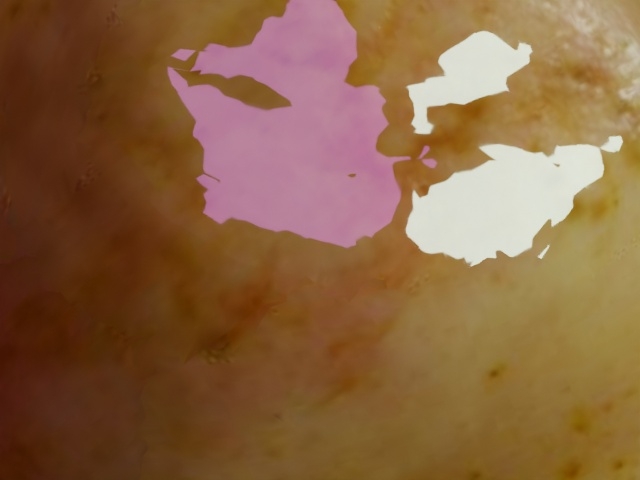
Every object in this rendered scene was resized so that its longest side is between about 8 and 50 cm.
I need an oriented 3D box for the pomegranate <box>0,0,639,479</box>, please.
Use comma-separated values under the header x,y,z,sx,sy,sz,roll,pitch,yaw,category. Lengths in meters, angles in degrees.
x,y,z,sx,sy,sz,roll,pitch,yaw,category
0.000,0.000,0.772,0.411,0.411,0.411,3,69,-8,pomegranate
